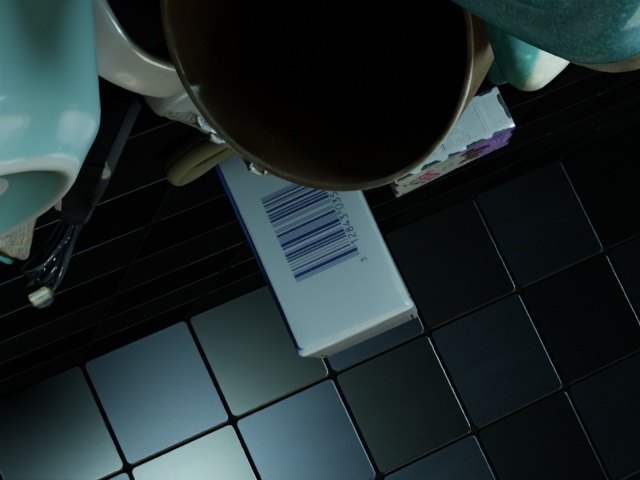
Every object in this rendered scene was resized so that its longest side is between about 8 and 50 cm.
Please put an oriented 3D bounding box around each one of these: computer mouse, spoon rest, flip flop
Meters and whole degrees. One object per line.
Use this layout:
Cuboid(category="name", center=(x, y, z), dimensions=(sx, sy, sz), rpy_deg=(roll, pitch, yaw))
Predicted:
Cuboid(category="computer mouse", center=(-0.229, -0.034, 1.282), dimensions=(0.184, 0.060, 0.262), rpy_deg=(-68, -170, -13))
Cuboid(category="spoon rest", center=(-0.080, -0.155, 1.069), dimensions=(0.137, 0.084, 0.276), rpy_deg=(-30, 171, 37))
Cuboid(category="flip flop", center=(-0.050, -0.112, 1.528), dimensions=(0.277, 0.080, 0.112), rpy_deg=(-28, 173, 28))

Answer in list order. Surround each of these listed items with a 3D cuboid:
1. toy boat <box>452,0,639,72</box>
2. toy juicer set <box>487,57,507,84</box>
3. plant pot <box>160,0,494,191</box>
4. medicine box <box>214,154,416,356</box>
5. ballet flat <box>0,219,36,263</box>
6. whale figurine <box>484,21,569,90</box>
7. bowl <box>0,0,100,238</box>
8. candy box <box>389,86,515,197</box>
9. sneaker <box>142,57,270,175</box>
Cuboid(category="toy boat", center=(0.080, -0.235, 0.582), dimensions=(0.148, 0.267, 0.318), rpy_deg=(-24, 143, -37))
Cuboid(category="toy juicer set", center=(0.187, -0.214, 1.133), dimensions=(0.209, 0.089, 0.329), rpy_deg=(-58, -168, -6))
Cuboid(category="plant pot", center=(0.044, -0.176, 0.972), dimensions=(0.215, 0.215, 0.230), rpy_deg=(-30, -172, 37))
Cuboid(category="medicine box", center=(0.000, 0.000, 1.798), dimensions=(0.149, 0.263, 0.289), rpy_deg=(-25, 173, 1))
Cuboid(category="ballet flat", center=(-0.277, -0.042, 1.168), dimensions=(0.106, 0.107, 0.316), rpy_deg=(-56, 180, 0))
Cuboid(category="whale figurine", center=(0.131, -0.221, 0.764), dimensions=(0.216, 0.141, 0.272), rpy_deg=(-86, -163, -60))
Cuboid(category="bowl", center=(-0.245, -0.072, 0.777), dimensions=(0.312, 0.163, 0.311), rpy_deg=(-24, 173, -3))
Cuboid(category="candy box", center=(0.185, -0.145, 2.176), dimensions=(0.196, 0.070, 0.165), rpy_deg=(-26, 174, 1))
Cuboid(category="sneaker", center=(-0.049, -0.114, 1.305), dimensions=(0.105, 0.115, 0.281), rpy_deg=(-29, 163, 29))
